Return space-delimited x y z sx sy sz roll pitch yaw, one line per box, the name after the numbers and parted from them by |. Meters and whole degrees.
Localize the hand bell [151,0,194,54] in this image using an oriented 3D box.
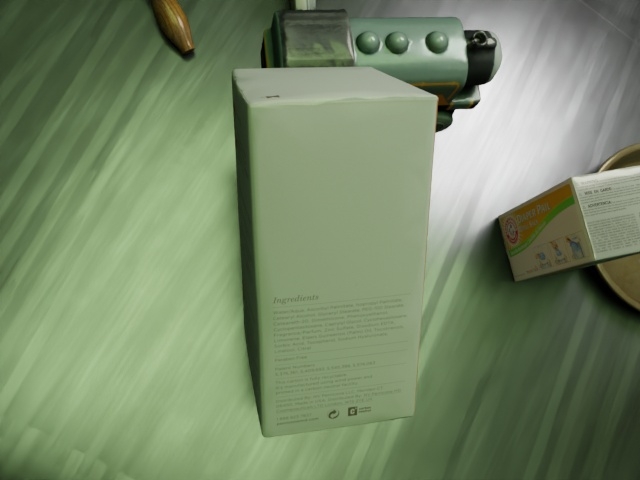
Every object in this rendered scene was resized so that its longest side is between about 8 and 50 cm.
-0.243 -0.373 0.824 0.126 0.126 0.242 -28 97 -14 | hand bell

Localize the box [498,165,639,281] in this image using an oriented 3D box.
0.340 -0.016 0.792 0.114 0.203 0.103 -10 81 -10 | box

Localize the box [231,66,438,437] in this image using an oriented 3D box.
0.000 0.000 0.648 0.168 0.215 0.345 -5 114 -11 | box

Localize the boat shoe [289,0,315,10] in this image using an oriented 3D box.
-0.006 -0.427 0.874 0.081 0.079 0.227 2 76 -5 | boat shoe

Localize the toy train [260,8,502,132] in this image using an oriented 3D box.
0.070 -0.219 0.790 0.334 0.190 0.142 -3 80 -10 | toy train

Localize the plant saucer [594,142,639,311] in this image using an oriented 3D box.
0.521 -0.015 0.907 0.278 0.041 0.277 2 79 -10 | plant saucer
